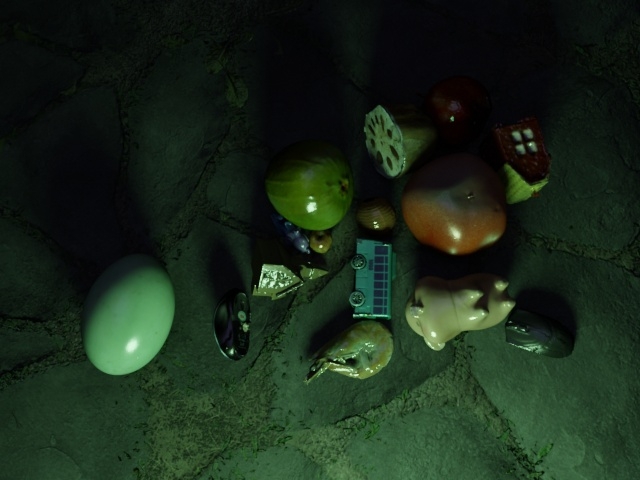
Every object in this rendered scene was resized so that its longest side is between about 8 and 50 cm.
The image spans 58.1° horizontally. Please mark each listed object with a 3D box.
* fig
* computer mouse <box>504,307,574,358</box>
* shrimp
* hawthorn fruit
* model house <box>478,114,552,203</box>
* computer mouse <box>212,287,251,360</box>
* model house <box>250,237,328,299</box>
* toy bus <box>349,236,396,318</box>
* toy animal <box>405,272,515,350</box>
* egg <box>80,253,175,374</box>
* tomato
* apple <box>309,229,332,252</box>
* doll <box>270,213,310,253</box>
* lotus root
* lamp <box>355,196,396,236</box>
[{"bbox_3d":[-0.050,-0.187,1.892,0.315,0.316,0.317,-2,75,6],"label":"fig"},{"bbox_3d":[0.679,0.291,1.777,0.217,0.073,0.122,18,78,12],"label":"computer mouse"},{"bbox_3d":[0.091,0.376,1.822,0.317,0.077,0.168,-34,77,-6],"label":"shrimp"},{"bbox_3d":[0.434,-0.456,1.941,0.266,0.210,0.230,37,82,24],"label":"hawthorn fruit"},{"bbox_3d":[0.634,-0.241,1.858,0.159,0.196,0.254,-10,75,-4],"label":"model house"},{"bbox_3d":[-0.290,0.270,1.861,0.096,0.137,0.234,-8,68,23],"label":"computer mouse"},{"bbox_3d":[-0.095,0.112,1.894,0.247,0.181,0.176,6,117,-18],"label":"model house"},{"bbox_3d":[0.169,0.124,1.853,0.146,0.128,0.256,2,78,5],"label":"toy bus"},{"bbox_3d":[0.419,0.196,1.765,0.326,0.269,0.237,-4,73,-28],"label":"toy animal"},{"bbox_3d":[-0.609,0.231,1.834,0.275,0.276,0.389,13,77,10],"label":"egg"},{"bbox_3d":[0.431,-0.120,1.811,0.341,0.273,0.342,-2,75,7],"label":"tomato"},{"bbox_3d":[0.000,0.000,1.935,0.083,0.071,0.084,0,69,1],"label":"apple"},{"bbox_3d":[-0.102,-0.026,1.936,0.067,0.110,0.206,-36,66,-22],"label":"doll"},{"bbox_3d":[0.275,-0.346,1.914,0.191,0.272,0.272,-22,73,-11],"label":"lotus root"},{"bbox_3d":[0.183,-0.080,1.901,0.136,0.136,0.137,-2,75,6],"label":"lamp"}]
